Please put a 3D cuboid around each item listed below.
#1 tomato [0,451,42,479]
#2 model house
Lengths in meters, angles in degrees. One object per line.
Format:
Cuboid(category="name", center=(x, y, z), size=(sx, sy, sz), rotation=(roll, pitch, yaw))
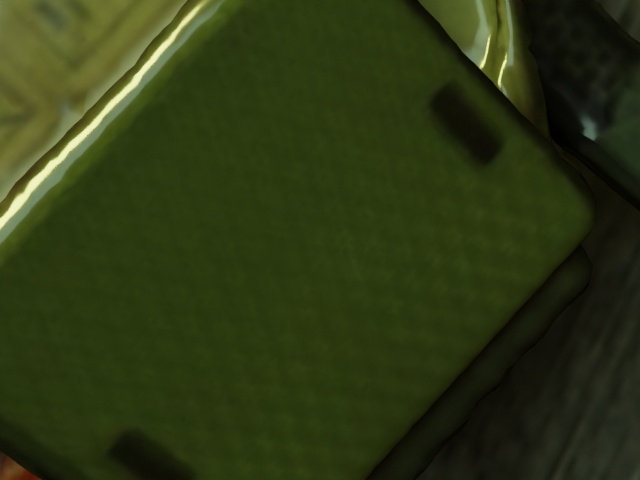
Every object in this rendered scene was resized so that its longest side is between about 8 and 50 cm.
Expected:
Cuboid(category="tomato", center=(-0.095, 0.098, 0.513), size=(0.228, 0.101, 0.228), rotation=(-2, 84, 22))
Cuboid(category="model house", center=(0.000, 0.000, 0.430), size=(0.278, 0.205, 0.218), rotation=(43, 90, -7))
